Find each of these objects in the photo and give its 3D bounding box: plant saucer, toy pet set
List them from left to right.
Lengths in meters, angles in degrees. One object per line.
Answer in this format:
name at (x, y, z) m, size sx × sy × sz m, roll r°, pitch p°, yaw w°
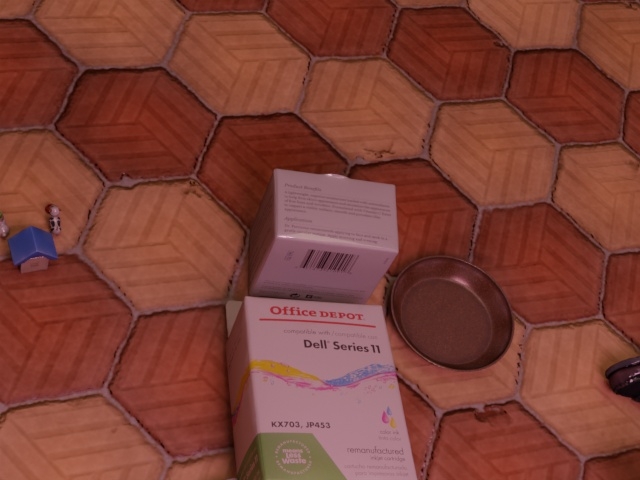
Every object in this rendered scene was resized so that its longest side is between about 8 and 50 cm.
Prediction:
toy pet set at (-0.419, -0.015, 1.537) m, size 0.122 × 0.065 × 0.114 m, roll -9°, pitch 62°, yaw -22°
plant saucer at (0.196, 0.116, 1.669) m, size 0.198 × 0.036 × 0.198 m, roll 9°, pitch 56°, yaw -13°

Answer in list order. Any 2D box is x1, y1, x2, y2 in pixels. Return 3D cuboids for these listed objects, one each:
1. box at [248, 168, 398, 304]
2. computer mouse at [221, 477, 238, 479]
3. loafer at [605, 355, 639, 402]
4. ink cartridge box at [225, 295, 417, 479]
box at (0.000, 0.000, 1.591) m, size 0.181 × 0.182 × 0.119 m, roll 7°, pitch 58°, yaw -13°
computer mouse at (-0.068, 0.340, 1.439) m, size 0.193 × 0.042 × 0.106 m, roll 0°, pitch 63°, yaw -24°
loafer at (0.582, 0.228, 1.683) m, size 0.302 × 0.109 × 0.095 m, roll 2°, pitch 62°, yaw -20°
ink cartridge box at (-0.011, 0.194, 1.471) m, size 0.207 × 0.119 × 0.353 m, roll 5°, pitch 48°, yaw -17°
